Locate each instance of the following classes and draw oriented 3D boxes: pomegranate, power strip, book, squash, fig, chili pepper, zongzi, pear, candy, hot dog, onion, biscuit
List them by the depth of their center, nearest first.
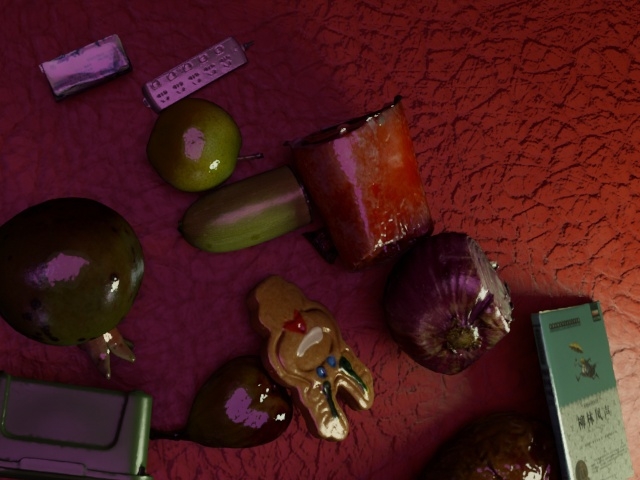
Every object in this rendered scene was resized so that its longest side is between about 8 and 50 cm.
[{"bbox_3d":[-0.453,0.081,1.540,0.291,0.290,0.323,0,122,-12],"label":"pomegranate"},{"bbox_3d":[-0.436,-0.322,1.633,0.160,0.092,0.073,-26,94,-11],"label":"candy"},{"bbox_3d":[-0.194,0.326,1.639,0.274,0.145,0.170,-22,90,1],"label":"fig"},{"bbox_3d":[-0.215,-0.170,1.644,0.216,0.166,0.180,19,68,-22],"label":"pear"},{"bbox_3d":[0.100,-0.098,1.661,0.229,0.251,0.305,-22,93,23],"label":"chili pepper"},{"bbox_3d":[-0.149,-0.048,1.665,0.247,0.132,0.132,-21,92,-10],"label":"squash"},{"bbox_3d":[-0.020,0.216,1.670,0.202,0.047,0.333,-37,94,-45],"label":"biscuit"},{"bbox_3d":[0.234,0.113,1.676,0.230,0.272,0.256,36,93,-15],"label":"onion"},{"bbox_3d":[0.332,0.517,1.707,0.267,0.174,0.387,48,64,-2],"label":"hot dog"},{"bbox_3d":[-0.234,-0.331,1.708,0.253,0.027,0.060,-33,94,-12],"label":"power strip"},{"bbox_3d":[0.000,0.000,1.738,0.074,0.067,0.083,-3,69,-1],"label":"zongzi"},{"bbox_3d":[0.531,0.318,1.758,0.264,0.031,0.379,-5,83,-47],"label":"book"}]

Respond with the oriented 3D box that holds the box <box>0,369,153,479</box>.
[{"bbox_3d":[-0.451,0.333,1.524,0.329,0.253,0.177,9,76,-13],"label":"box"}]
